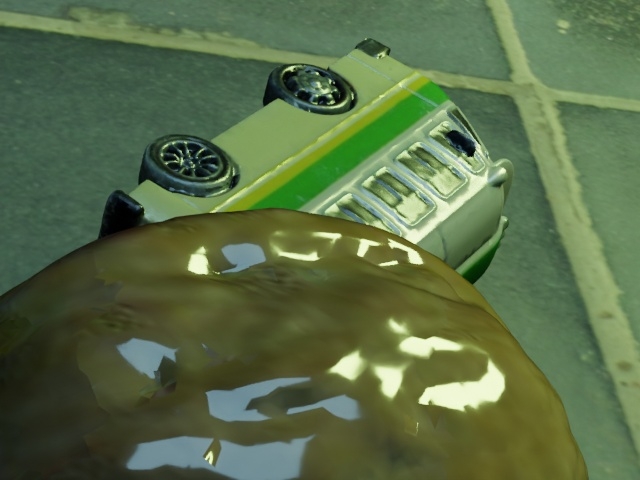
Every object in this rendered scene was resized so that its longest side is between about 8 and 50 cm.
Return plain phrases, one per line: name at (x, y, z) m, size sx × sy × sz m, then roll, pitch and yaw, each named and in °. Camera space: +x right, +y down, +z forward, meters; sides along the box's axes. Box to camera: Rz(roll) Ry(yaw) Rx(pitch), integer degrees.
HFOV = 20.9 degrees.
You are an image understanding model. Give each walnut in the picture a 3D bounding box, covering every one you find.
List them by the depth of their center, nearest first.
walnut at (-0.032, 0.136, 0.794) m, size 0.344 × 0.306 × 0.306 m, roll -14°, pitch 43°, yaw -25°

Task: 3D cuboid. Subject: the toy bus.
toy bus at (0.000, 0.000, 1.117) m, size 0.179 × 0.143 × 0.305 m, roll 30°, pitch 37°, yaw 17°
